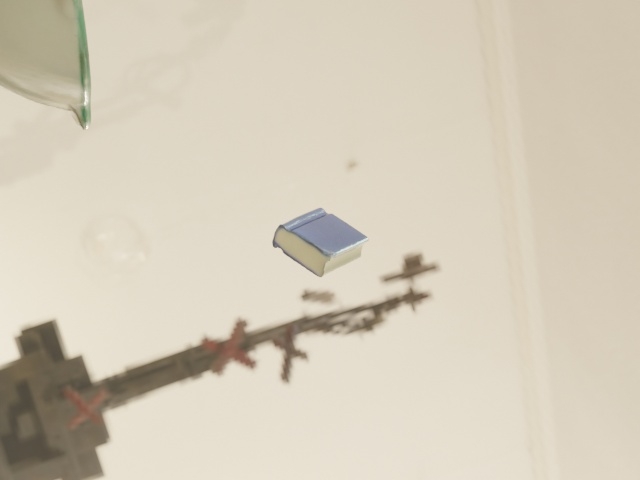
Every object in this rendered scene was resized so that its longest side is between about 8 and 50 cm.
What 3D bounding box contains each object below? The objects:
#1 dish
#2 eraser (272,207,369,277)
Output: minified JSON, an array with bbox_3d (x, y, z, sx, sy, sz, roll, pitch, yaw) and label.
[{"bbox_3d":[-0.176,-0.174,0.702,0.224,0.078,0.246,-159,-120,-76],"label":"dish"},{"bbox_3d":[0.000,0.000,1.312,0.063,0.084,0.027,34,-64,17],"label":"eraser"}]
